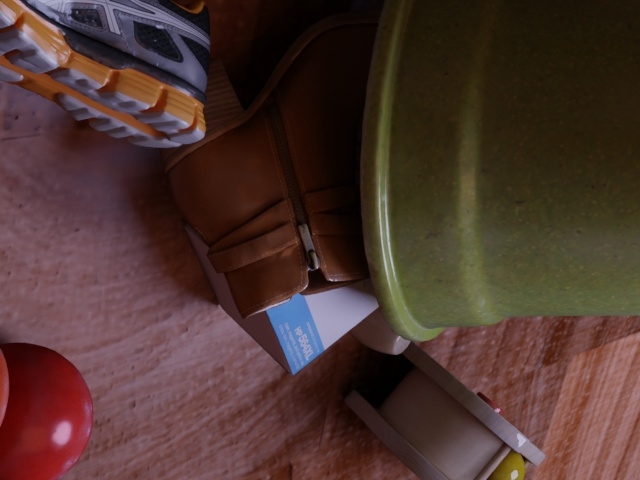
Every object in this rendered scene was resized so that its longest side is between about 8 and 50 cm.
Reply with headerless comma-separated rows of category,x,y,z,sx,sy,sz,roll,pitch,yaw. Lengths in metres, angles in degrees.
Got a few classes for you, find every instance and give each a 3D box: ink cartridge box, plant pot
ink cartridge box,0.000,0.000,0.740,0.143,0.092,0.090,-36,137,-17
plant pot,0.191,-0.057,0.667,0.276,0.254,0.276,7,90,-68

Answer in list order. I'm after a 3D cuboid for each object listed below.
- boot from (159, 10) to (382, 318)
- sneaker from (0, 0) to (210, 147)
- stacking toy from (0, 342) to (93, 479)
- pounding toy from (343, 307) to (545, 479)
boot,0.003,-0.048,0.663,0.197,0.152,0.073,-22,172,-17
sneaker,-0.141,-0.122,0.548,0.215,0.084,0.083,28,69,-43
stacking toy,-0.243,0.073,0.554,0.141,0.141,0.330,-53,144,2
pounding toy,0.128,0.131,0.902,0.155,0.154,0.269,-50,139,-2
